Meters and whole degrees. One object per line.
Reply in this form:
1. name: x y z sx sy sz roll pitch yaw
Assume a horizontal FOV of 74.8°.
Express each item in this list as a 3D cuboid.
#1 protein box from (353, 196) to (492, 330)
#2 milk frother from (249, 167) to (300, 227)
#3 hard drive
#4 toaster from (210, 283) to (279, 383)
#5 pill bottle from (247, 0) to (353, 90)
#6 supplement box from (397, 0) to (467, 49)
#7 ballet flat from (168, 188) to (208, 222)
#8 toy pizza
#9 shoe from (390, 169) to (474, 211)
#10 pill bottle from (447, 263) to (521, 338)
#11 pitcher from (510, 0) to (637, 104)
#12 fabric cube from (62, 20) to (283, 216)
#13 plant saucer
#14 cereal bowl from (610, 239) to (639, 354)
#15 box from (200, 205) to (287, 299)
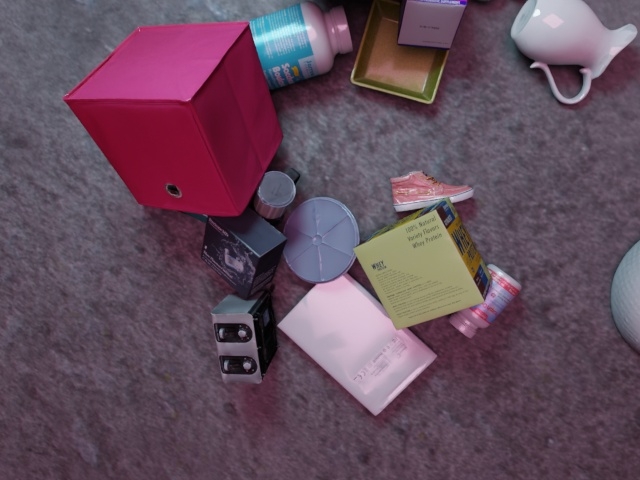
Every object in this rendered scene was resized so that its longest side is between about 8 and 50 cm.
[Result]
1. protein box: 0.217 0.049 0.889 0.200 0.136 0.201 -27 93 32
2. milk frother: -0.130 -0.118 0.939 0.143 0.134 0.129 24 66 -8
3. hard drive: 0.085 0.235 1.001 0.319 0.040 0.210 43 98 1
4. toaster: -0.168 0.210 0.968 0.110 0.185 0.167 -3 103 9
5. pill bottle: -0.069 -0.415 0.901 0.265 0.146 0.146 -14 94 8
6. supplement box: 0.223 -0.512 0.838 0.112 0.114 0.219 6 70 2
7. ballet flat: -0.323 -0.100 0.997 0.241 0.091 0.077 19 75 1
8. toy pizza: 0.000 0.000 0.972 0.202 0.032 0.201 -2 85 28
9. shoe: 0.247 -0.120 0.936 0.178 0.063 0.081 -10 100 12
10. pill bottle: 0.362 0.137 0.937 0.087 0.087 0.160 38 98 2
11. pitcher: 0.495 -0.394 0.863 0.207 0.125 0.177 20 113 -7
12. fabric cube: -0.254 -0.233 0.814 0.255 0.258 0.258 8 54 17
13. plant saucer: 0.181 -0.411 0.925 0.189 0.045 0.188 17 97 4
14. cereal bowl: 0.811 0.129 0.861 0.340 0.141 0.338 1 96 6
15. box: -0.175 0.018 0.933 0.156 0.093 0.158 39 135 15
